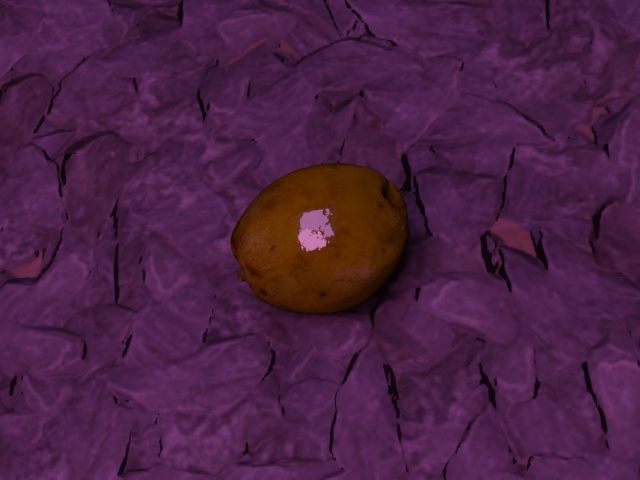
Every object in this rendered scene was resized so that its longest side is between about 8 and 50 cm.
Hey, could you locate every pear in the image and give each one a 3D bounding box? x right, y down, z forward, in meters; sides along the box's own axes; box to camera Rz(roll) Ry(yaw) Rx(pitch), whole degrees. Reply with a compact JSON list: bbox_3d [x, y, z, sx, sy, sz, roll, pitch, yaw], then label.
[{"bbox_3d":[0.000,0.000,1.130,0.131,0.107,0.107,-28,56,10],"label":"pear"}]
